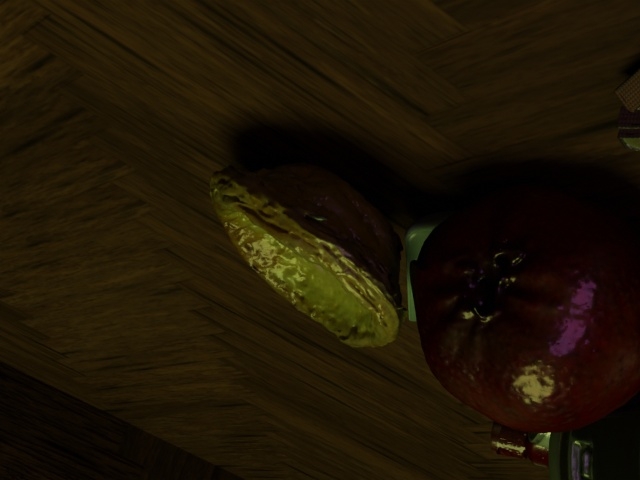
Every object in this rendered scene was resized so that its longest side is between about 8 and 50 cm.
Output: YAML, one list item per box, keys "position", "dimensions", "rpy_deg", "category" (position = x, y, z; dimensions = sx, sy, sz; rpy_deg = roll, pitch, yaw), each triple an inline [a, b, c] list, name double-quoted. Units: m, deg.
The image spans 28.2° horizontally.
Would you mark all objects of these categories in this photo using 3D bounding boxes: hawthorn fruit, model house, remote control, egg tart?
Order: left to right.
- position: [0.000, 0.000, 1.488]
  dimensions: [0.294, 0.123, 0.294]
  rpy_deg: [37, 164, 13]
  category: "egg tart"
- position: [0.156, 0.034, 1.575]
  dimensions: [0.103, 0.051, 0.293]
  rpy_deg: [-8, 155, 1]
  category: "remote control"
- position: [0.252, 0.084, 1.374]
  dimensions: [0.265, 0.265, 0.307]
  rpy_deg: [3, 161, 36]
  category: "hawthorn fruit"
- position: [0.287, -0.119, 1.111]
  dimensions: [0.058, 0.057, 0.083]
  rpy_deg: [18, 160, -9]
  category: "model house"

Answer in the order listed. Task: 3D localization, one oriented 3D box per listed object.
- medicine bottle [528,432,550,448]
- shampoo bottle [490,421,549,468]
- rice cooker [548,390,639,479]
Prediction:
- position: [0.432, 0.266, 1.779]
  dimensions: [0.258, 0.143, 0.143]
  rpy_deg: [20, 158, 0]
  category: "medicine bottle"
- position: [0.431, 0.340, 2.038]
  dimensions: [0.314, 0.076, 0.118]
  rpy_deg: [10, 159, 22]
  category: "shampoo bottle"
- position: [0.468, 0.264, 1.488]
  dimensions: [0.335, 0.335, 0.325]
  rpy_deg: [33, 158, -29]
  category: "rice cooker"
